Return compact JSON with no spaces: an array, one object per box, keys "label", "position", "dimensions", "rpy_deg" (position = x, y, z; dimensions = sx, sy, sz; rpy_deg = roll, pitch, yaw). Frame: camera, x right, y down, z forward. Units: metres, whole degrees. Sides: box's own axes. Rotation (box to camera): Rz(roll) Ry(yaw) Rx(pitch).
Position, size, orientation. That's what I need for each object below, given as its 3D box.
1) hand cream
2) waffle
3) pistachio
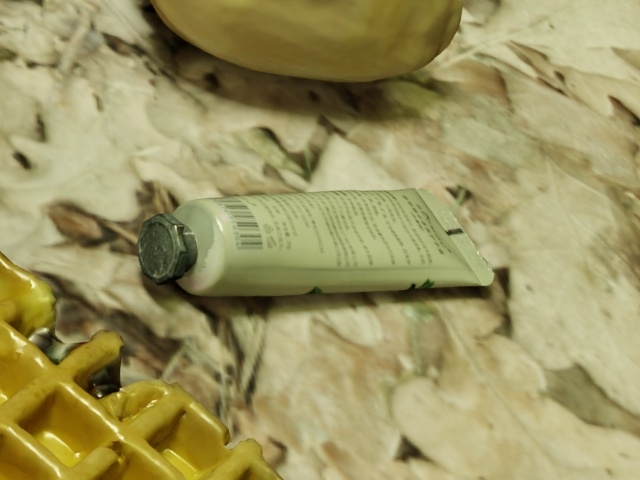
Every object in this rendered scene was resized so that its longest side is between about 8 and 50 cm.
[{"label":"hand cream","position":[0.000,0.000,1.080],"dimensions":[0.234,0.050,0.080],"rpy_deg":[-2,49,-43]},{"label":"waffle","position":[-0.142,0.101,0.848],"dimensions":[0.309,0.065,0.283],"rpy_deg":[12,43,-27]},{"label":"pistachio","position":[-0.015,-0.175,1.170],"dimensions":[0.229,0.157,0.157],"rpy_deg":[18,39,-38]}]
